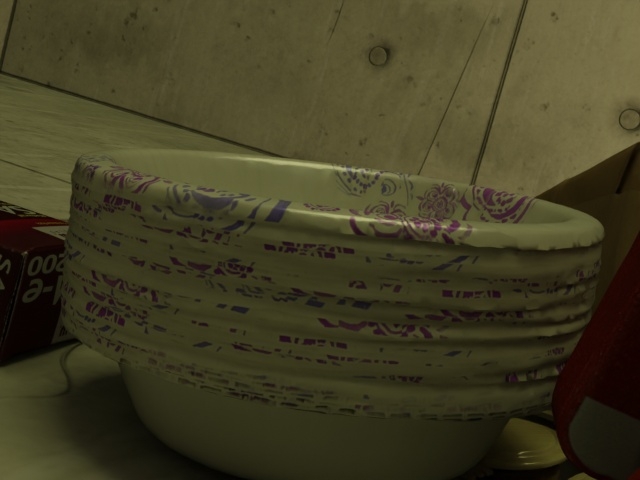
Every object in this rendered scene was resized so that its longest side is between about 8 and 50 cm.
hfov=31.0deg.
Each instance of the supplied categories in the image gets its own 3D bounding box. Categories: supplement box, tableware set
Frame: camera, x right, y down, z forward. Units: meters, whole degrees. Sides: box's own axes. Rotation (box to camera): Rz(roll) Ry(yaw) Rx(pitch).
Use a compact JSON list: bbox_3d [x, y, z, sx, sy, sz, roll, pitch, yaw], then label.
[{"bbox_3d":[-0.266,0.000,0.734,0.239,0.073,0.130,18,8,13],"label":"supplement box"},{"bbox_3d":[0.138,0.142,0.649,0.128,0.039,0.194,-5,12,-35],"label":"tableware set"}]

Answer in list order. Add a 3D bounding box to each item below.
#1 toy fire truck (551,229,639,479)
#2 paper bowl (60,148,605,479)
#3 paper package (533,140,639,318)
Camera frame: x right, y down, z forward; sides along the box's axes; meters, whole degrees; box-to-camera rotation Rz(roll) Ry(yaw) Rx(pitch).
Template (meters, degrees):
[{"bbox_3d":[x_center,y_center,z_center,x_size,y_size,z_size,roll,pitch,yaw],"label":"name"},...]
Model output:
[{"bbox_3d":[0.253,0.063,0.454,0.302,0.254,0.169,24,21,3],"label":"toy fire truck"},{"bbox_3d":[0.002,0.038,0.631,0.284,0.148,0.284,6,9,-1],"label":"paper bowl"},{"bbox_3d":[0.315,0.071,0.829,0.325,0.168,0.309,15,-7,-2],"label":"paper package"}]
